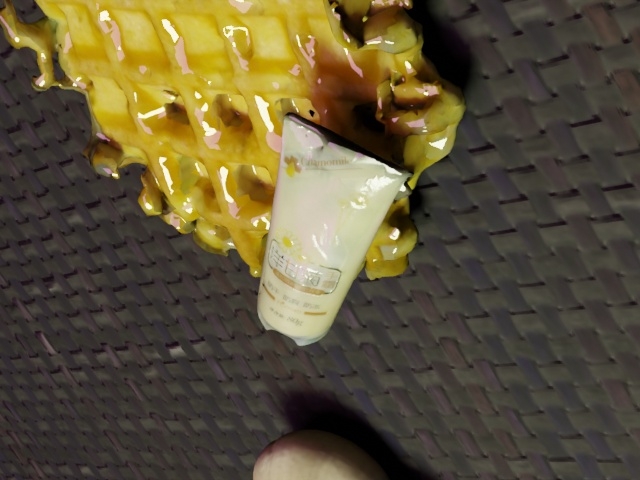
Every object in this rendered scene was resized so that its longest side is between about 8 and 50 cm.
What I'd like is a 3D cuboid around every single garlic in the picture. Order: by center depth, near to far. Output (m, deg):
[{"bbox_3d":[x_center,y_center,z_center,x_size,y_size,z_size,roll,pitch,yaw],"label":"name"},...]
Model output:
[{"bbox_3d":[0.025,0.190,0.879,0.174,0.099,0.124,45,131,2],"label":"garlic"}]

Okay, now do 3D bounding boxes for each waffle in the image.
[{"bbox_3d":[-0.057,-0.089,0.703,0.280,0.060,0.262,39,142,3],"label":"waffle"}]

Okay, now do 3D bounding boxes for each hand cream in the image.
[{"bbox_3d":[0.000,0.000,0.677,0.061,0.039,0.143,28,144,9],"label":"hand cream"}]
